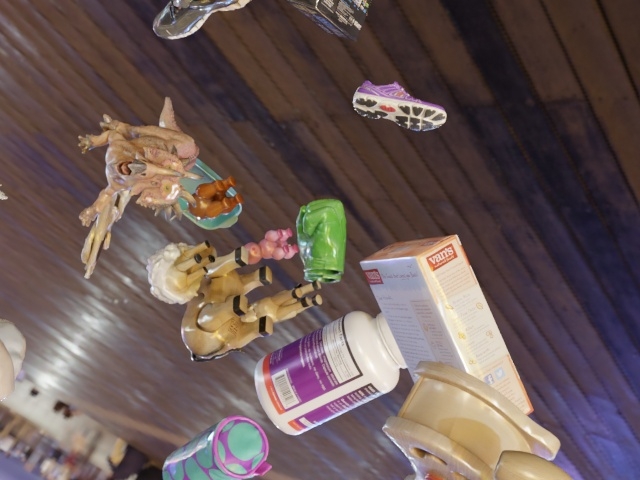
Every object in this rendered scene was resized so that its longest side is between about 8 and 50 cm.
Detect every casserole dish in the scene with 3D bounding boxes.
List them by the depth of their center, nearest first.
[{"bbox_3d":[-0.231,-0.096,1.594,0.114,0.037,0.188,-30,122,32],"label":"casserole dish"}]

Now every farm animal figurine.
[{"bbox_3d":[-0.158,0.080,1.415,0.172,0.326,0.330,-24,119,23],"label":"farm animal figurine"}]

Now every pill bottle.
[{"bbox_3d":[0.035,0.266,1.765,0.323,0.181,0.181,-28,129,15],"label":"pill bottle"}]

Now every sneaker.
[{"bbox_3d":[0.145,-0.250,1.505,0.170,0.071,0.068,18,153,10],"label":"sneaker"},{"bbox_3d":[-0.240,-0.445,1.563,0.234,0.078,0.106,-15,167,32],"label":"sneaker"}]

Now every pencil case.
[{"bbox_3d":[-0.113,0.237,0.901,0.070,0.064,0.152,51,140,3],"label":"pencil case"}]

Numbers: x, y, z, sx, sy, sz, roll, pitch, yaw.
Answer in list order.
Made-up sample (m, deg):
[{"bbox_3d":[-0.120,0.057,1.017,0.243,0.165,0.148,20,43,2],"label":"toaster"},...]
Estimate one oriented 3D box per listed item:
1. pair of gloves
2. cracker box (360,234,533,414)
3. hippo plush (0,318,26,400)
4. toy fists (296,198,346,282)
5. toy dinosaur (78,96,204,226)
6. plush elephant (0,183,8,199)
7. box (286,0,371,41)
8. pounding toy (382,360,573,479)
[{"bbox_3d":[-0.467,-0.042,1.872,0.042,0.204,0.240,24,-160,-9],"label":"pair of gloves"},{"bbox_3d":[0.150,0.112,1.033,0.232,0.067,0.156,65,159,-7],"label":"cracker box"},{"bbox_3d":[-0.399,0.054,0.643,0.234,0.294,0.236,-15,98,57],"label":"hippo plush"},{"bbox_3d":[0.000,0.000,1.651,0.096,0.142,0.279,4,171,0],"label":"toy fists"},{"bbox_3d":[-0.242,-0.119,1.258,0.200,0.295,0.127,-1,120,22],"label":"toy dinosaur"},{"bbox_3d":[-0.477,-0.098,0.799,0.330,0.272,0.255,28,178,-13],"label":"plush elephant"},{"bbox_3d":[0.052,-0.501,1.399,0.073,0.293,0.295,21,-172,13],"label":"box"},{"bbox_3d":[0.121,0.224,0.802,0.154,0.155,0.269,30,156,7],"label":"pounding toy"}]
